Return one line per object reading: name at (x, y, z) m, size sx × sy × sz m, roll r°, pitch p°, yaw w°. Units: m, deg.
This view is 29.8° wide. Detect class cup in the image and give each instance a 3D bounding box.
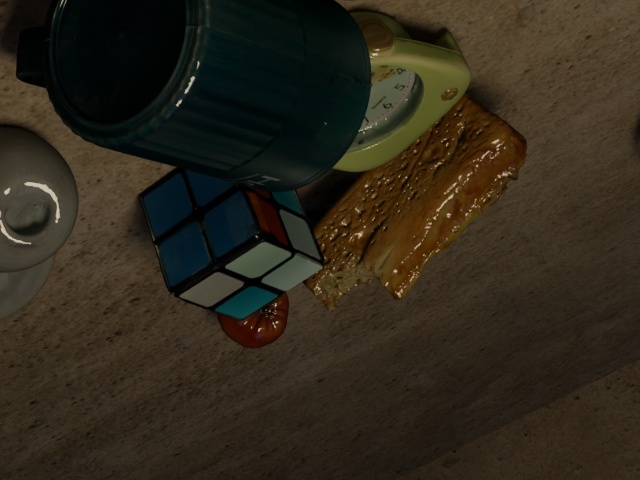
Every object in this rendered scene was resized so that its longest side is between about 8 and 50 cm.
cup at (-0.143, -0.205, 1.312) m, size 0.292 × 0.308 × 0.242 m, roll 9°, pitch 114°, yaw -57°

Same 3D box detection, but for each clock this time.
clock at (0.032, -0.204, 1.575) m, size 0.308 × 0.096 × 0.235 m, roll 10°, pitch 140°, yaw -45°

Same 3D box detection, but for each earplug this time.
earplug at (-0.418, -0.005, 1.527) m, size 0.214 × 0.175 × 0.325 m, roll 1°, pitch 146°, yaw -33°

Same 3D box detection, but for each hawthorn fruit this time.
hawthorn fruit at (-0.118, 0.117, 2.034) m, size 0.125 × 0.140 × 0.125 m, roll -6°, pitch 112°, yaw -16°

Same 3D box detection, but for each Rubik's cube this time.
Rubik's cube at (-0.124, -0.012, 1.716) m, size 0.167 × 0.183 × 0.180 m, roll -31°, pitch 153°, yaw 21°

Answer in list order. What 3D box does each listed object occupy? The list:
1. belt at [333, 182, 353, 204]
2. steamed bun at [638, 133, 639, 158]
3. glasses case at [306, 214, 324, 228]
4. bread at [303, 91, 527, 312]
belt at (0.106, -0.026, 1.892) m, size 0.190 × 0.141 × 0.082 m, roll 0°, pitch 150°, yaw -15°
steamed bun at (0.742, -0.208, 1.861) m, size 0.371 × 0.289 × 0.456 m, roll -8°, pitch 149°, yaw -23°
glasses case at (0.000, 0.000, 1.948) m, size 0.248 × 0.065 × 0.087 m, roll -6°, pitch 151°, yaw -29°
bread at (0.129, -0.041, 1.740) m, size 0.380 × 0.185 × 0.109 m, roll -48°, pitch 148°, yaw 7°
